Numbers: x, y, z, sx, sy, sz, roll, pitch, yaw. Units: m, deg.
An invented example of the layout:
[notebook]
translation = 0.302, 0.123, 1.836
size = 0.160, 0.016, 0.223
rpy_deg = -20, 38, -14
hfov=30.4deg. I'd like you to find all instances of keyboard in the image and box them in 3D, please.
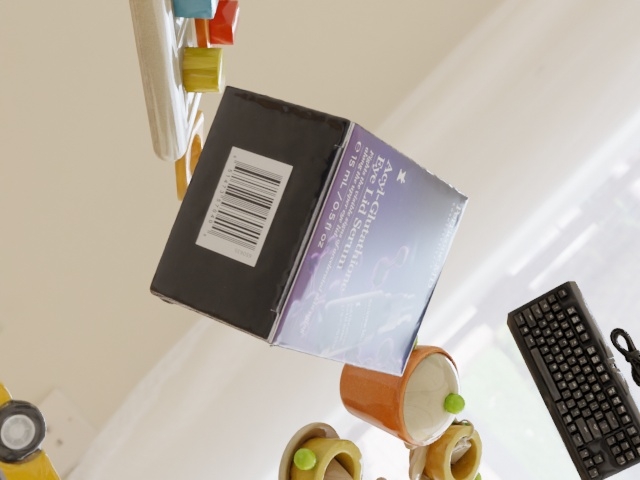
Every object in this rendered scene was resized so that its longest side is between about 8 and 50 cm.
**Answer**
[keyboard]
translation = 0.255, 0.126, 1.101
size = 0.023, 0.108, 0.180
rpy_deg = 26, 38, -65

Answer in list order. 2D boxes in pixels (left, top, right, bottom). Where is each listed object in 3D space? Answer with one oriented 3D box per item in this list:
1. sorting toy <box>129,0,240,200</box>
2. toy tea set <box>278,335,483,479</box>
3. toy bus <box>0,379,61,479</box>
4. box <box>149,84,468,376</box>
[sorting toy]
translation = -0.096, -0.187, 0.950
size = 0.047, 0.348, 0.196
rpy_deg = 6, 45, 8
[toy tea set]
translation = 0.111, 0.238, 1.164
size = 0.124, 0.200, 0.336
rpy_deg = 9, -27, 42
[toy bus]
translation = -0.277, 0.227, 0.997
size = 0.108, 0.130, 0.333
rpy_deg = 5, -57, 59
[box]
translation = 0.000, 0.000, 0.836
size = 0.108, 0.153, 0.207
rpy_deg = 20, -1, 31
